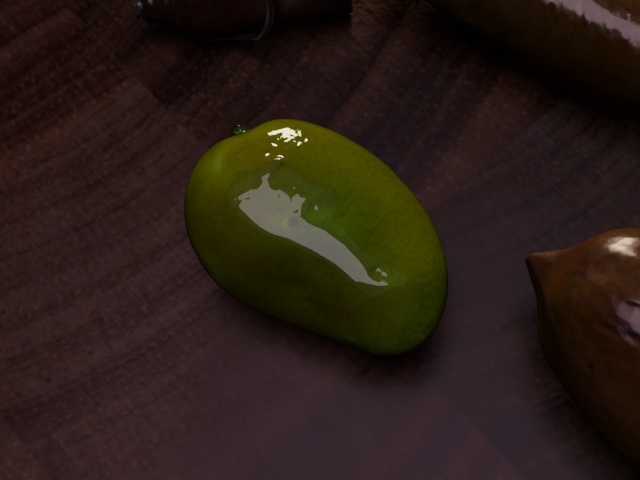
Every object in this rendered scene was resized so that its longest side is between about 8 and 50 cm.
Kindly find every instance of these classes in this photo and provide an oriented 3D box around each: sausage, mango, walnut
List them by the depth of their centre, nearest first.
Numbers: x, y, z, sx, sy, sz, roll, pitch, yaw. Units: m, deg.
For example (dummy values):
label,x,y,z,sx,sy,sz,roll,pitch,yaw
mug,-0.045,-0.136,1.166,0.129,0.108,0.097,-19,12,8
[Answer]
label,x,y,z,sx,sy,sz,roll,pitch,yaw
walnut,0.305,0.096,0.976,0.298,0.203,0.203,35,76,8
mango,0.001,-0.008,1.069,0.273,0.149,0.185,24,66,7
sausage,0.217,-0.250,1.145,0.501,0.123,0.136,35,119,11

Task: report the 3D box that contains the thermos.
label,x,y,z,sx,sy,sz,roll,pitch,yaw
thermos,-0.087,-0.272,1.208,0.232,0.098,0.124,-10,32,3
